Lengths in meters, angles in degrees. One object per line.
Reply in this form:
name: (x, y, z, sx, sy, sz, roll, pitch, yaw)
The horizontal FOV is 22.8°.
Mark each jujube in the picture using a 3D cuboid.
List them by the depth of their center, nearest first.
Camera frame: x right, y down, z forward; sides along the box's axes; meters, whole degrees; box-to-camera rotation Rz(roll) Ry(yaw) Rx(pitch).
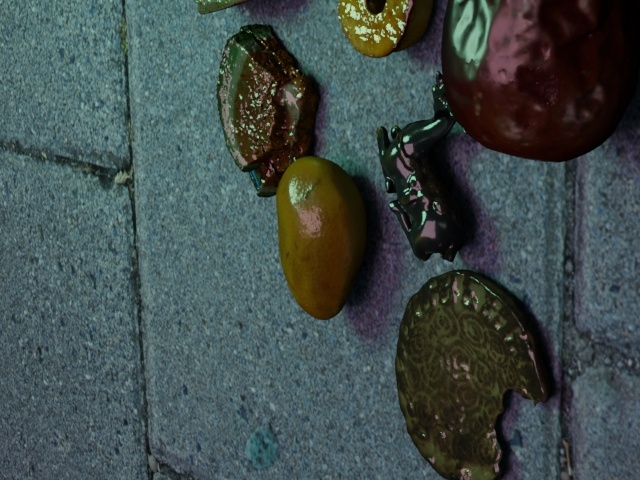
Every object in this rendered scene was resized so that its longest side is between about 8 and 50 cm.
jujube: (0.238, -0.241, 1.673, 0.223, 0.223, 0.318, 23, 109, 49)

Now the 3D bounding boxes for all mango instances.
mango: (0.000, 0.000, 2.139, 0.147, 0.109, 0.227, 11, 111, 48)

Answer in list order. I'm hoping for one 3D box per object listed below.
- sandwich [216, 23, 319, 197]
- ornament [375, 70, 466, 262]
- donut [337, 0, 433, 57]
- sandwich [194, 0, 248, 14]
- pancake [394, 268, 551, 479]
sandwich: (-0.081, -0.171, 2.222, 0.159, 0.079, 0.235, 31, 124, 45)
ornament: (0.163, -0.099, 1.913, 0.236, 0.080, 0.202, -42, 63, 50)
donut: (0.085, -0.303, 1.977, 0.152, 0.058, 0.152, 19, 114, 49)
sandwich: (-0.123, -0.374, 2.198, 0.258, 0.096, 0.094, -4, 108, 54)
pancake: (0.189, 0.177, 2.005, 0.286, 0.033, 0.288, 4, 104, 52)
